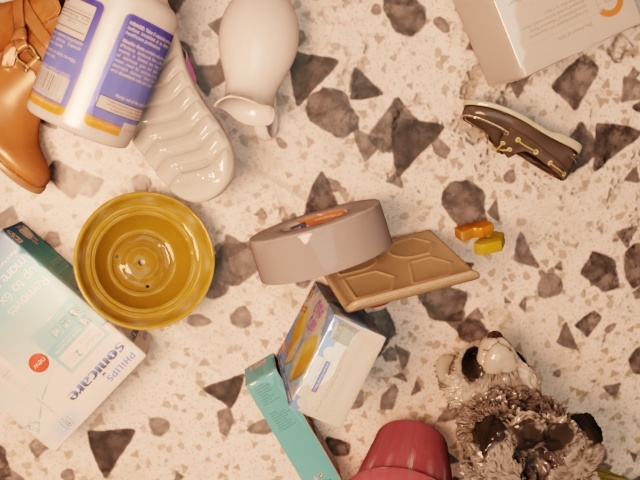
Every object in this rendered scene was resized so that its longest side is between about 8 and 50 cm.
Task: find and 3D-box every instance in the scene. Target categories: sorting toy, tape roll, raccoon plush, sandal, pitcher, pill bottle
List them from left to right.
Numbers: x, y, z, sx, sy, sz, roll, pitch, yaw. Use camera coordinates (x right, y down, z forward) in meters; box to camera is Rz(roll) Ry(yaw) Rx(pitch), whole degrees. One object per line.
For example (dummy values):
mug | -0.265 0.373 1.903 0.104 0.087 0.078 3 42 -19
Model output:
pill bottle | -0.295 -0.282 1.067 0.152 0.152 0.272 24 96 -10
sandal | -0.259 -0.244 1.190 0.169 0.102 0.417 -26 83 15
pitcher | -0.095 -0.277 1.198 0.125 0.178 0.207 3 74 13
tape roll | 0.000 0.000 1.195 0.219 0.219 0.072 -18 100 -5
sorting toy | 0.161 0.039 1.215 0.307 0.229 0.041 -14 110 -10
raccoon plush | 0.271 0.377 1.253 0.216 0.299 0.447 14 100 -14

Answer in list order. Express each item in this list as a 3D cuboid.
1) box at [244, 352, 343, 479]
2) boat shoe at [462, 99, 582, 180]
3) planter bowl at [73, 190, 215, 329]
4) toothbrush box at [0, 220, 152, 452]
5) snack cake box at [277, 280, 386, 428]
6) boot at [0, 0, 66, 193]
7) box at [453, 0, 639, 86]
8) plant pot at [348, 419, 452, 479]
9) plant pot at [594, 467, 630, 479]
box | -0.045 0.321 1.291 0.060 0.100 0.244 -30 100 -2
boat shoe | 0.338 -0.171 1.286 0.227 0.081 0.069 21 90 -12
planter bowl | -0.286 0.034 1.217 0.217 0.090 0.217 2 85 -19
toothbrush box | -0.452 0.150 1.204 0.216 0.126 0.295 -45 102 0
snack cake box | 0.009 0.169 1.194 0.089 0.264 0.152 25 94 -9
boot | -0.433 -0.237 1.163 0.220 0.109 0.284 -28 86 5
box | 0.323 -0.453 1.204 0.214 0.168 0.345 -25 99 -4
plant pot | 0.143 0.412 1.267 0.201 0.180 0.201 8 128 10
plant pot | 0.437 0.526 1.319 0.275 0.276 0.254 11 84 -9
